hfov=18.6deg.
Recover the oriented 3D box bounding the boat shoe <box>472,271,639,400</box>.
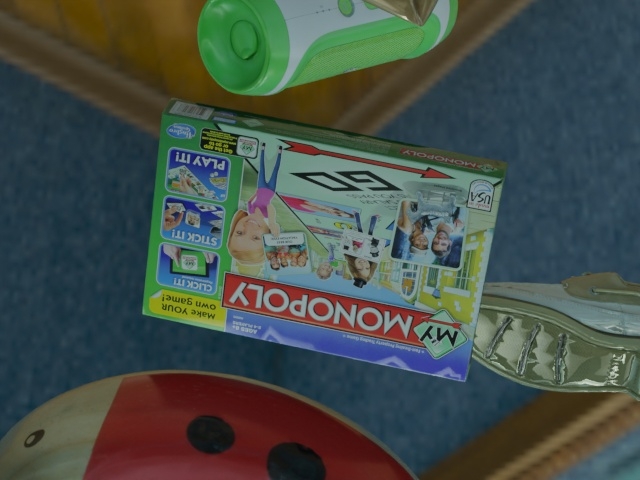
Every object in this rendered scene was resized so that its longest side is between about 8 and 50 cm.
[{"bbox_3d":[0.281,0.092,2.035,0.302,0.103,0.113,14,137,-1],"label":"boat shoe"}]

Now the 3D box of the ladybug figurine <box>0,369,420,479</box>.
[{"bbox_3d":[-0.084,0.267,1.714,0.449,0.305,0.162,12,169,-3],"label":"ladybug figurine"}]

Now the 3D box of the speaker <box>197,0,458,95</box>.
[{"bbox_3d":[0.011,-0.235,2.085,0.296,0.131,0.131,-19,158,-43],"label":"speaker"}]

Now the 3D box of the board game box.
[{"bbox_3d":[0.000,0.000,1.819,0.317,0.046,0.213,11,115,7],"label":"board game box"}]

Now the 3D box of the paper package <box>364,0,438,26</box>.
[{"bbox_3d":[-0.030,-0.328,1.193,0.309,0.325,0.168,22,123,-20],"label":"paper package"}]
